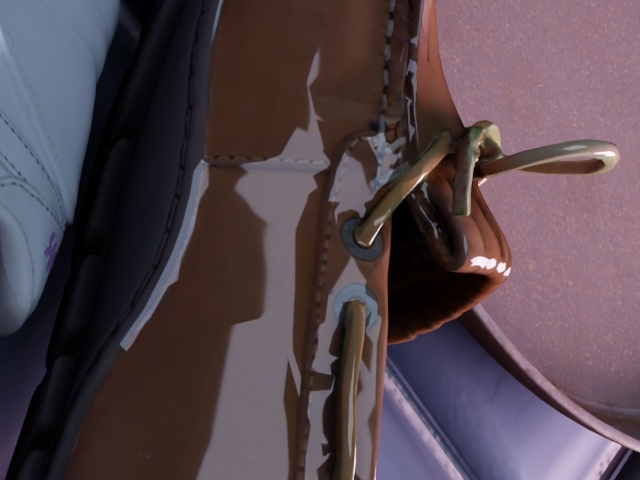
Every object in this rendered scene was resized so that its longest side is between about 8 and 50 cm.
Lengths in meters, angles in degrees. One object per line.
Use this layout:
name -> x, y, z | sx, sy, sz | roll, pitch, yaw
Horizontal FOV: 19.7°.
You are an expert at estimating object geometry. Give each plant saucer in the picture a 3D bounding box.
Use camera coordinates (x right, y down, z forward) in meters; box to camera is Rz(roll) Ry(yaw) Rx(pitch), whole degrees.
plant saucer -> 0.122, -0.052, 0.785 | 0.311, 0.050, 0.310 | 18, 62, -36

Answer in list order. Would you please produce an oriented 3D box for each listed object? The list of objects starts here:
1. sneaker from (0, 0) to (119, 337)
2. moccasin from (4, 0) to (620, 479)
sneaker -> -0.182, -0.064, 0.473 | 0.305, 0.114, 0.152 | 21, 59, -34
moccasin -> 0.001, -0.001, 0.575 | 0.147, 0.139, 0.380 | 19, 59, -10
